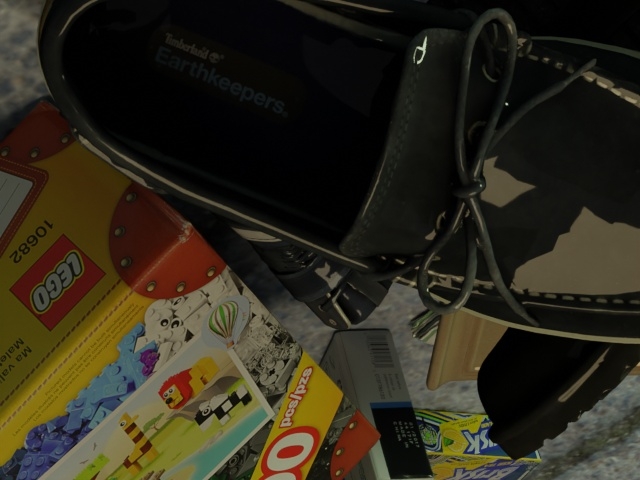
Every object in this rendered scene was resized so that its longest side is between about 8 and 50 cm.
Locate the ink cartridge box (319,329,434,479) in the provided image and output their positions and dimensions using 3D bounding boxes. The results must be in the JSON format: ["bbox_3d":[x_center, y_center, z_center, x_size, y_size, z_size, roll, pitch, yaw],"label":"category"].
[{"bbox_3d":[0.012,0.247,1.563,0.065,0.165,0.333,0,143,-22],"label":"ink cartridge box"}]

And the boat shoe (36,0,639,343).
[{"bbox_3d":[0.065,-0.051,0.937,0.500,0.156,0.187,19,102,-1],"label":"boat shoe"}]

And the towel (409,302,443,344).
[{"bbox_3d":[0.171,0.083,1.520,0.113,0.023,0.152,-34,141,26],"label":"towel"}]

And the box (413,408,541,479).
[{"bbox_3d":[0.141,0.215,1.663,0.169,0.054,0.059,7,139,-29],"label":"box"}]

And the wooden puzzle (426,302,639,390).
[{"bbox_3d":[0.207,0.037,1.261,0.238,0.044,0.221,-5,142,-9],"label":"wooden puzzle"}]

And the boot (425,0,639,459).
[{"bbox_3d":[0.152,-0.052,1.088,0.348,0.260,0.131,-54,170,15],"label":"boot"}]

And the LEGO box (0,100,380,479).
[{"bbox_3d":[-0.241,0.208,1.212,0.500,0.193,0.372,-47,143,-6],"label":"LEGO box"}]

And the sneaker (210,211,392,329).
[{"bbox_3d":[0.001,-0.002,1.153,0.163,0.226,0.086,43,86,-18],"label":"sneaker"}]
